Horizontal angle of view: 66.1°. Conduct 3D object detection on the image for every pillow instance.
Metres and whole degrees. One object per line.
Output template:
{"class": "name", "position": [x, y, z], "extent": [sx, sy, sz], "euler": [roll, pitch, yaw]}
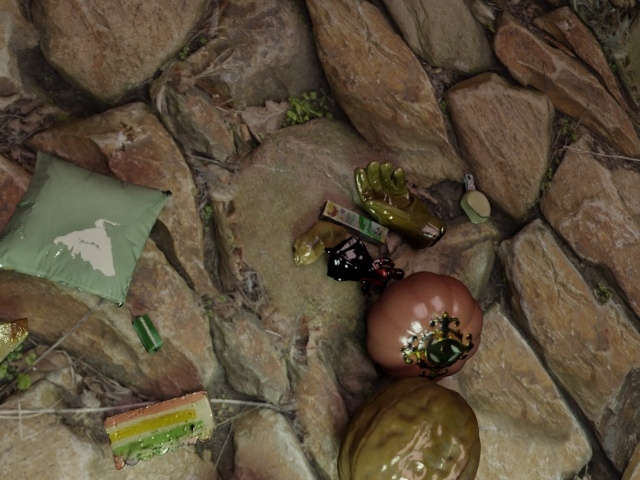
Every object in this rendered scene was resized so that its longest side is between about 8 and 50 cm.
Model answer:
{"class": "pillow", "position": [-0.536, -0.032, 1.110], "extent": [0.310, 0.119, 0.312], "euler": [18, 64, -11]}

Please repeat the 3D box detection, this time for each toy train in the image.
{"class": "toy train", "position": [-0.390, 0.209, 1.111], "extent": [0.038, 0.056, 0.093], "euler": [-28, 82, -27]}

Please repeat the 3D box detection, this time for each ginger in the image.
{"class": "ginger", "position": [0.000, 0.002, 1.345], "extent": [0.190, 0.069, 0.095], "euler": [-33, 117, -30]}

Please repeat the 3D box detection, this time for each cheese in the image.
{"class": "cheese", "position": [0.497, -0.138, 1.613], "extent": [0.092, 0.047, 0.171], "euler": [-20, 79, -30]}

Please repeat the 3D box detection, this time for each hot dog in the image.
{"class": "hot dog", "position": [-0.667, 0.217, 0.991], "extent": [0.169, 0.061, 0.078], "euler": [-54, 137, -28]}

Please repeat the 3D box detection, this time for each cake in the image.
{"class": "cake", "position": [-0.338, 0.404, 1.068], "extent": [0.226, 0.090, 0.109], "euler": [-15, 78, -7]}

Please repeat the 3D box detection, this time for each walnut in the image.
{"class": "walnut", "position": [0.212, 0.476, 1.125], "extent": [0.344, 0.306, 0.306], "euler": [-40, 88, -20]}

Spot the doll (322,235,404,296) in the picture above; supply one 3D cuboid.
{"class": "doll", "position": [0.109, 0.073, 1.337], "extent": [0.249, 0.088, 0.127], "euler": [23, 74, -25]}

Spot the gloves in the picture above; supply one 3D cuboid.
{"class": "gloves", "position": [0.222, -0.107, 1.440], "extent": [0.331, 0.141, 0.154], "euler": [39, 86, -15]}

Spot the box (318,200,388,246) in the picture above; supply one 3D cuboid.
{"class": "box", "position": [0.096, -0.047, 1.419], "extent": [0.207, 0.041, 0.049], "euler": [25, 63, -11]}

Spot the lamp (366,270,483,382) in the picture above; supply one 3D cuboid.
{"class": "lamp", "position": [0.258, 0.216, 1.269], "extent": [0.306, 0.239, 0.305], "euler": [-5, 115, -11]}
